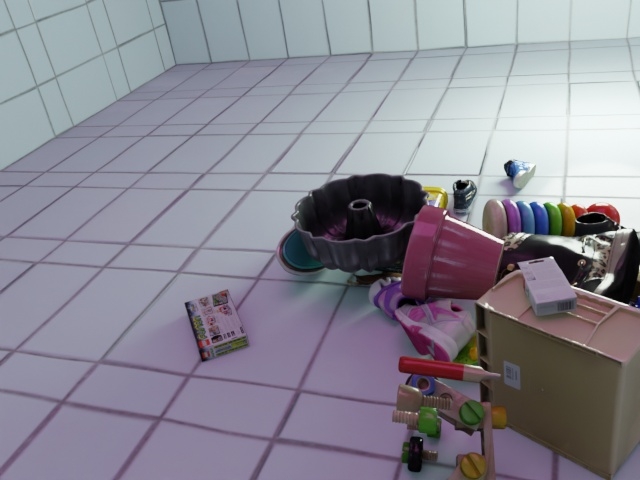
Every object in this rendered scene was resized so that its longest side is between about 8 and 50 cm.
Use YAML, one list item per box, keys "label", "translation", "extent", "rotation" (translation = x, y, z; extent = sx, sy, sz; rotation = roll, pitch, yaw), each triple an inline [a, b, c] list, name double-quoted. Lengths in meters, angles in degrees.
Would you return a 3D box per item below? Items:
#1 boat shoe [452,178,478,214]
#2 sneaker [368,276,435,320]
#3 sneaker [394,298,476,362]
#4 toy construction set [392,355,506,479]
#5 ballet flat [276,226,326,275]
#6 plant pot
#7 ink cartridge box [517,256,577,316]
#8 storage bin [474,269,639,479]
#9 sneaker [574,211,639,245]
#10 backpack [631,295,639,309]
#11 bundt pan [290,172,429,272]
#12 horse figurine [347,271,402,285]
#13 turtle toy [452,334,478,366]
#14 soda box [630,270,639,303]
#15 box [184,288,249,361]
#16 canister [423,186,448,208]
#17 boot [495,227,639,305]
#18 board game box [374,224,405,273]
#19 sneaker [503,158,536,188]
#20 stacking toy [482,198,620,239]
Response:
- label: "boat shoe"
  translation: [0.424, -0.152, 1.853]
  extent: [0.065, 0.083, 0.183]
  rotation: [2, 32, 19]
- label: "sneaker"
  translation: [0.234, 0.118, 1.452]
  extent: [0.236, 0.095, 0.104]
  rotation: [-21, 37, -9]
- label: "sneaker"
  translation: [0.236, 0.172, 1.279]
  extent: [0.111, 0.103, 0.252]
  rotation: [-35, 16, -8]
- label: "toy construction set"
  translation: [0.233, 0.304, 0.946]
  extent: [0.237, 0.309, 0.257]
  rotation: [4, 40, 14]
- label: "ballet flat"
  translation: [0.000, 0.000, 1.698]
  extent: [0.139, 0.139, 0.400]
  rotation: [12, 32, 33]
- label: "plant pot"
  translation: [0.281, 0.041, 1.328]
  extent: [0.180, 0.201, 0.201]
  rotation: [15, 37, 18]
- label: "ink cartridge box"
  translation: [0.362, 0.072, 1.021]
  extent: [0.062, 0.029, 0.115]
  rotation: [-10, 31, 5]
- label: "storage bin"
  translation: [0.399, 0.216, 1.058]
  extent: [0.123, 0.262, 0.260]
  rotation: [-34, 37, -32]
- label: "sneaker"
  translation: [0.708, -0.012, 1.496]
  extent: [0.222, 0.118, 0.083]
  rotation: [-10, 30, 0]
- label: "backpack"
  translation: [0.659, 0.149, 1.258]
  extent: [0.120, 0.101, 0.098]
  rotation: [-35, 32, -31]
- label: "bundt pan"
  translation: [0.102, -0.034, 1.522]
  extent: [0.330, 0.124, 0.331]
  rotation: [-9, 30, 5]
- label: "horse figurine"
  translation: [0.162, 0.046, 1.614]
  extent: [0.174, 0.066, 0.263]
  rotation: [-4, 29, 19]
- label: "turtle toy"
  translation: [0.304, 0.223, 1.261]
  extent: [0.095, 0.066, 0.130]
  rotation: [-28, 13, 44]
- label: "soda box"
  translation: [0.731, 0.119, 1.322]
  extent: [0.058, 0.061, 0.181]
  rotation: [-26, 34, -27]
- label: "box"
  translation: [-0.249, 0.196, 1.504]
  extent: [0.114, 0.036, 0.207]
  rotation: [-17, 31, -12]
- label: "canister"
  translation: [0.281, -0.080, 1.785]
  extent: [0.126, 0.073, 0.170]
  rotation: [3, 34, 22]
- label: "boot"
  translation: [0.483, 0.104, 1.336]
  extent: [0.284, 0.138, 0.377]
  rotation: [4, 43, 42]
- label: "board game box"
  translation: [0.179, 0.014, 1.566]
  extent: [0.126, 0.026, 0.186]
  rotation: [6, 35, 25]
- label: "sneaker"
  translation: [0.586, -0.204, 1.916]
  extent: [0.084, 0.058, 0.152]
  rotation: [18, 35, 30]
- label: "stacking toy"
  translation: [0.583, -0.042, 1.589]
  extent: [0.330, 0.141, 0.141]
  rotation: [-3, 30, 1]
